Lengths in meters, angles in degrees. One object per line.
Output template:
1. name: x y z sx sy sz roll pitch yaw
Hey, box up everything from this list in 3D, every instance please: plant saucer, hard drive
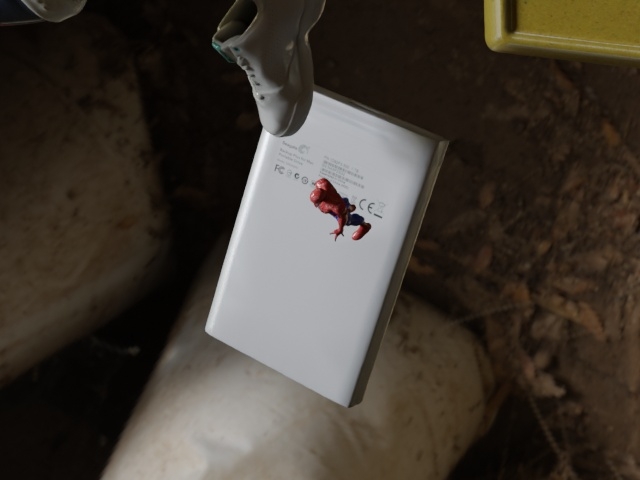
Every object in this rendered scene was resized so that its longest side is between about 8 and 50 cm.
1. plant saucer: 0.331 -0.341 1.490 0.333 0.081 0.333 11 127 26
2. hard drive: 0.000 0.000 1.380 0.203 0.040 0.307 25 109 25

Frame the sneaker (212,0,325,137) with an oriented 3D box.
1. sneaker: -0.057 -0.178 1.188 0.080 0.094 0.212 58 155 35

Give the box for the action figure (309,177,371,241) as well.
1. action figure: 0.012 -0.024 1.007 0.030 0.115 0.038 -35 72 4

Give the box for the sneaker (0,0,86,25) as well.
1. sneaker: -0.336 -0.313 1.045 0.148 0.131 0.350 -9 130 27
